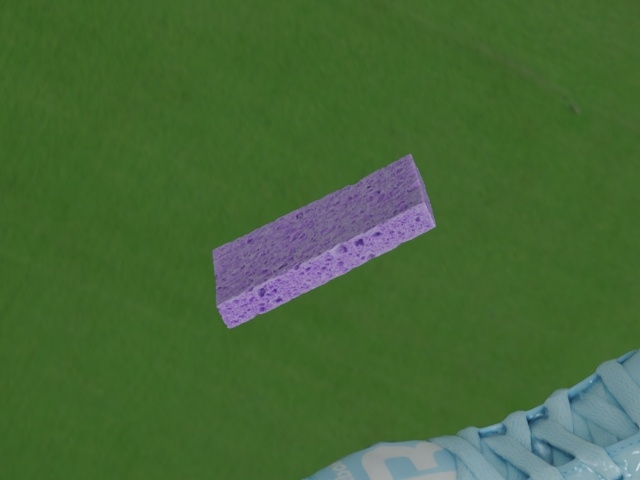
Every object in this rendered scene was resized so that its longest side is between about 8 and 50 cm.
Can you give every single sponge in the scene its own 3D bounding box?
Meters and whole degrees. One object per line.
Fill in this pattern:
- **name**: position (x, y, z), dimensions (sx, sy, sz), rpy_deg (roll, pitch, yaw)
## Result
- **sponge**: position (0.000, 0.000, 1.686), dimensions (0.210, 0.117, 0.031), rpy_deg (-26, 114, 9)

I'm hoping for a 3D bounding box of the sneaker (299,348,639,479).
- **sneaker**: position (0.073, 0.135, 0.834), dimensions (0.366, 0.135, 0.150), rpy_deg (-45, 118, 1)
